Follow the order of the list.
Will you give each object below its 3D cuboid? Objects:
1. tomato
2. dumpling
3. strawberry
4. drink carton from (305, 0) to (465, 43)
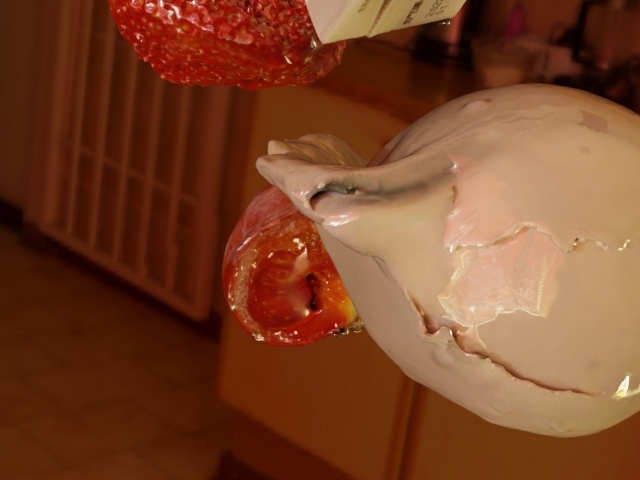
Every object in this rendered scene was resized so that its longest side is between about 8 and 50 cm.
[{"bbox_3d":[0.000,0.000,1.006,0.159,0.139,0.091,-24,42,10],"label":"tomato"},{"bbox_3d":[0.066,0.005,0.442,0.188,0.108,0.127,14,-1,-7],"label":"dumpling"},{"bbox_3d":[-0.080,-0.257,1.393,0.288,0.250,0.238,37,-8,35],"label":"strawberry"},{"bbox_3d":[0.010,-0.322,0.904,0.132,0.194,0.324,-17,70,-31],"label":"drink carton"}]
